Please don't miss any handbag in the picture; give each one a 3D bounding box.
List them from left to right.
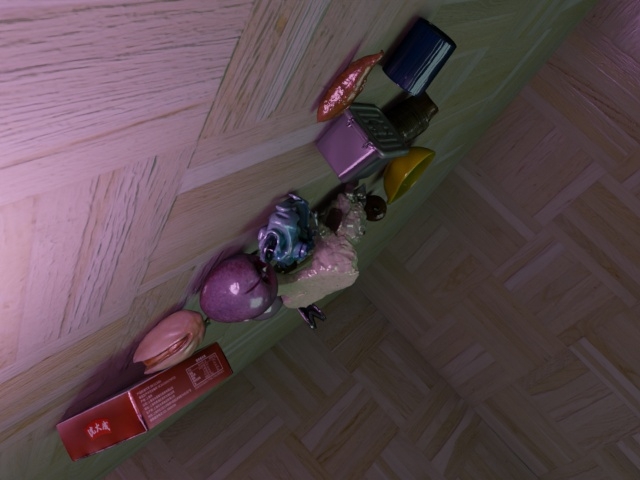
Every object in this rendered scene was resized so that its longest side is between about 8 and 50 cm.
[{"bbox_3d":[-0.082,0.243,2.242,0.079,0.260,0.247,-40,173,-6],"label":"handbag"}]

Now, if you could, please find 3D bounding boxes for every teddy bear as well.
[{"bbox_3d":[0.000,0.000,1.891,0.375,0.363,0.327,-19,147,20],"label":"teddy bear"}]

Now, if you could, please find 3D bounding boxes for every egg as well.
[{"bbox_3d":[-0.203,0.202,1.937,0.146,0.146,0.198,-48,173,23],"label":"egg"}]

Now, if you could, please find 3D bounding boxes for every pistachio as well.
[{"bbox_3d":[-0.418,0.282,1.548,0.223,0.126,0.152,-40,-158,-9],"label":"pistachio"}]

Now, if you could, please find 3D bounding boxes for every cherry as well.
[{"bbox_3d":[-0.221,0.132,1.540,0.265,0.184,0.213,-26,164,21],"label":"cherry"}]

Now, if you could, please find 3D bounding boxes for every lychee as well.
[{"bbox_3d":[0.217,-0.132,2.291,0.114,0.114,0.146,-43,-172,-5],"label":"lychee"}]

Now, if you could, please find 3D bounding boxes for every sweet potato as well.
[{"bbox_3d":[0.059,-0.321,1.155,0.068,0.060,0.206,9,140,-40],"label":"sweet potato"}]

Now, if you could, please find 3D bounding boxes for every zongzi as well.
[{"bbox_3d":[0.206,-0.309,1.639,0.247,0.111,0.241,-35,173,-16],"label":"zongzi"}]

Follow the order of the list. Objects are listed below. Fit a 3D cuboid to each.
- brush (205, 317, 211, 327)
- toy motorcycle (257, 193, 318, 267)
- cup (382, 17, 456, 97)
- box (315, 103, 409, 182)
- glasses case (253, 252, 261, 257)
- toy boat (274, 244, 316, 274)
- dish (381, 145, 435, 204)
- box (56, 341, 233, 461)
[{"bbox_3d":[-0.386,0.280,1.907,0.018,0.021,0.083,-24,157,-53],"label":"brush"},{"bbox_3d":[-0.093,-0.023,1.559,0.206,0.154,0.260,-67,165,-3],"label":"toy motorcycle"},{"bbox_3d":[0.222,-0.431,1.277,0.113,0.150,0.138,15,127,-36],"label":"cup"},{"bbox_3d":[0.104,-0.241,1.398,0.135,0.163,0.243,-39,173,28],"label":"box"},{"bbox_3d":[-0.226,0.098,1.746,0.063,0.041,0.164,-32,163,-51],"label":"glasses case"},{"bbox_3d":[-0.082,0.060,2.071,0.226,0.068,0.088,-36,162,-23],"label":"toy boat"},{"bbox_3d":[0.318,-0.272,2.134,0.221,0.108,0.262,-36,165,-35],"label":"dish"},{"bbox_3d":[-0.511,0.471,1.653,0.344,0.122,0.385,-28,177,28],"label":"box"}]
